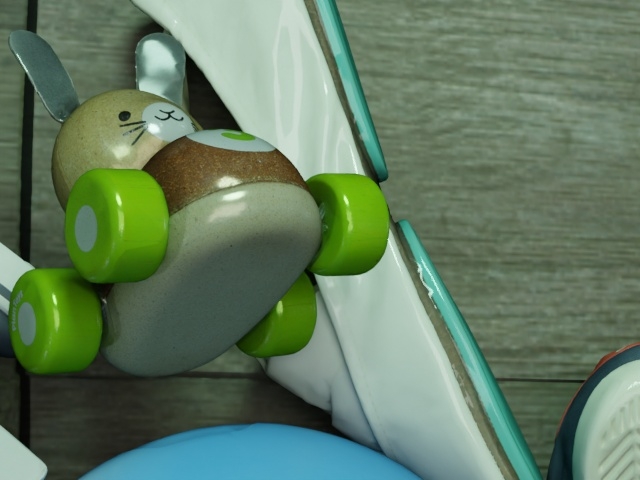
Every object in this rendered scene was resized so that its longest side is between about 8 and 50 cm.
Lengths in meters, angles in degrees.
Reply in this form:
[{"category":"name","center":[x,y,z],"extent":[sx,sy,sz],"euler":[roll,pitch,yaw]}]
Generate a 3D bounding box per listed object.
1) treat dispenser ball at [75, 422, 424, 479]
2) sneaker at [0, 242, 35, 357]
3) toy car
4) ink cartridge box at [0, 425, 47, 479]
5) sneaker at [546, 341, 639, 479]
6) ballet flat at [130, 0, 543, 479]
[{"category":"treat dispenser ball","center":[-0.034,0.233,0.697],"extent":[0.288,0.288,0.288],"euler":[2,82,-13]},{"category":"sneaker","center":[-0.294,0.001,0.755],"extent":[0.321,0.126,0.127],"euler":[29,74,0]},{"category":"toy car","center":[-0.084,-0.040,0.732],"extent":[0.155,0.149,0.188],"euler":[-1,54,-37]},{"category":"ink cartridge box","center":[-0.238,0.138,0.695],"extent":[0.148,0.203,0.086],"euler":[39,43,4]},{"category":"sneaker","center":[0.188,0.226,0.837],"extent":[0.131,0.148,0.350],"euler":[6,101,2]},{"category":"ballet flat","center":[0.000,0.000,0.832],"extent":[0.139,0.139,0.400],"euler":[-21,83,-15]}]
